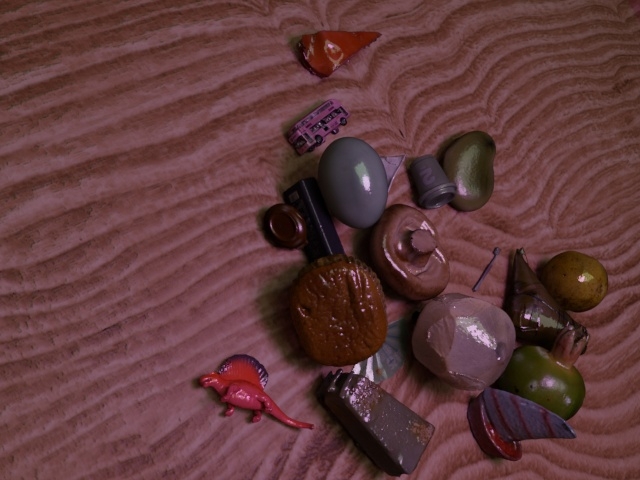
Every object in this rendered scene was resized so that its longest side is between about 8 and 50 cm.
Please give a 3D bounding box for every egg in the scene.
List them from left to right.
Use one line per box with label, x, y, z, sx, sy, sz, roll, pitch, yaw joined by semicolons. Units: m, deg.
egg;0.082;-0.142;1.493;0.168;0.168;0.230;-18;92;-34

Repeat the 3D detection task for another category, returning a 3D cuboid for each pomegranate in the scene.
pomegranate;0.634;0.368;1.670;0.236;0.301;0.236;27;23;-13

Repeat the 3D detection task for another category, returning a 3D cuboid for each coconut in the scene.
coconut;0.370;0.258;1.554;0.245;0.247;0.244;-2;95;-26

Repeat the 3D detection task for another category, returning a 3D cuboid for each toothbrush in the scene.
toothbrush;0.510;0.087;1.852;0.017;0.014;0.194;45;57;-10

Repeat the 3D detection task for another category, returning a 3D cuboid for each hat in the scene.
hat;0.138;-0.172;1.641;0.126;0.203;0.203;25;60;5

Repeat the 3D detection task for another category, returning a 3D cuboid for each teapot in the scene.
teapot;-0.082;-0.033;1.507;0.098;0.078;0.129;-43;85;10

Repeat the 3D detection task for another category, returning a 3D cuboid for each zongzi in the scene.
zongzi;0.693;0.190;1.842;0.260;0.123;0.289;22;60;-5

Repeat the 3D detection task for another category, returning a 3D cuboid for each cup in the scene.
cup;0.327;-0.176;1.779;0.120;0.120;0.141;-5;66;-32

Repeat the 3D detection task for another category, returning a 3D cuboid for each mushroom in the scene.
mushroom;0.242;0.031;1.635;0.278;0.146;0.278;19;57;-33

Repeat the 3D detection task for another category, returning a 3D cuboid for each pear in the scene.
pear;0.791;0.137;1.896;0.197;0.197;0.197;10;69;-28

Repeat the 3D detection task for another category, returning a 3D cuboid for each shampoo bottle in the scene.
shampoo bottle;0.000;0.000;1.528;0.071;0.098;0.309;-16;82;-38

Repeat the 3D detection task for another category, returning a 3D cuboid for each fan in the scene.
fan;0.167;0.290;1.584;0.240;0.009;0.131;-41;98;-34

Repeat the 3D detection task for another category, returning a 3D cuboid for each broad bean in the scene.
broad bean;0.459;-0.218;1.864;0.189;0.121;0.263;18;67;-21

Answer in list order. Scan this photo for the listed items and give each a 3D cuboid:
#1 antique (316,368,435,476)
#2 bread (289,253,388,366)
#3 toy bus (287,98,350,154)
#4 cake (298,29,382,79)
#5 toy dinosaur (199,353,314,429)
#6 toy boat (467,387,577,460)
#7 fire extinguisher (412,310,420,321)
antique;0.122;0.417;1.441;0.284;0.125;0.150;44;57;-11
bread;0.043;0.162;1.420;0.228;0.142;0.253;-11;104;-4
toy bus;-0.003;-0.313;1.657;0.090;0.063;0.203;49;54;-4
cake;0.067;-0.552;1.762;0.287;0.098;0.135;-21;84;-29
toy dinosaur;-0.139;0.334;1.368;0.286;0.070;0.139;23;41;-24
toy boat;0.519;0.472;1.564;0.096;0.282;0.206;-18;84;-35
fire extinguisher;0.292;0.222;1.670;0.083;0.025;0.038;32;38;-18
